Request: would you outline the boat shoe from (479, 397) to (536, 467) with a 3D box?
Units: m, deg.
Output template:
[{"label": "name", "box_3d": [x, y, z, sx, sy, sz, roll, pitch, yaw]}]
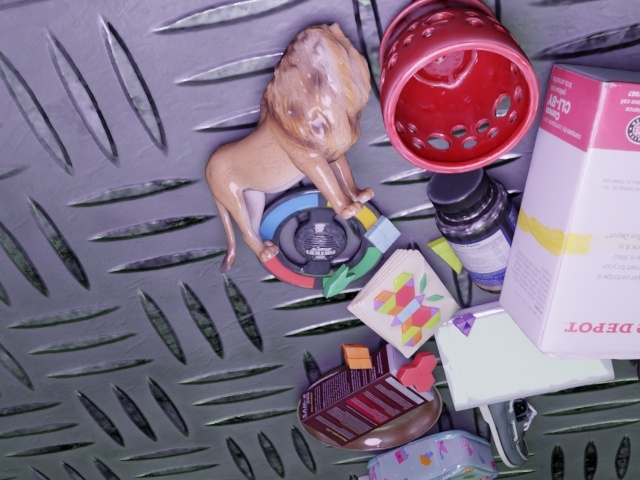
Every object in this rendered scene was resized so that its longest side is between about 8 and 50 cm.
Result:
[{"label": "boat shoe", "box_3d": [0.415, 0.384, 1.480, 0.099, 0.116, 0.319, -17, 125, 18]}]

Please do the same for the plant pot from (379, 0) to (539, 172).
[{"label": "plant pot", "box_3d": [0.169, -0.210, 0.892, 0.191, 0.174, 0.191, -1, 131, -1]}]

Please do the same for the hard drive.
[{"label": "hard drive", "box_3d": [0.387, 0.206, 1.321, 0.307, 0.040, 0.203, -14, 107, 11]}]

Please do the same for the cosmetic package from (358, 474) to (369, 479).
[{"label": "cosmetic package", "box_3d": [0.143, 0.642, 1.752, 0.060, 0.041, 0.115, -17, 130, 13]}]

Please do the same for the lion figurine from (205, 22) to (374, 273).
[{"label": "lion figurine", "box_3d": [-0.069, -0.115, 0.990, 0.392, 0.142, 0.240, -29, 98, 30]}]

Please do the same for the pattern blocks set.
[{"label": "pattern blocks set", "box_3d": [0.150, 0.114, 1.193, 0.324, 0.026, 0.285, 32, 95, -32]}]

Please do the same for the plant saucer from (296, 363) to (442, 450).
[{"label": "plant saucer", "box_3d": [0.104, 0.351, 1.482, 0.310, 0.050, 0.311, -1, 133, -1]}]

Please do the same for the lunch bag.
[{"label": "lunch bag", "box_3d": [0.258, 0.537, 1.602, 0.279, 0.108, 0.224, -30, 144, 27]}]

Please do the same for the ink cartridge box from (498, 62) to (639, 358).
[{"label": "ink cartridge box", "box_3d": [0.443, -0.037, 0.982, 0.279, 0.160, 0.385, 3, 112, -11]}]

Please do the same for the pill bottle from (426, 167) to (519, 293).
[{"label": "pill bottle", "box_3d": [0.259, -0.023, 1.100, 0.122, 0.123, 0.219, -25, 128, 19]}]

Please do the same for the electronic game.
[{"label": "electronic game", "box_3d": [0.000, 0.000, 1.161, 0.229, 0.048, 0.229, -1, 132, -2]}]

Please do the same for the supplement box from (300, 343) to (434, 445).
[{"label": "supplement box", "box_3d": [0.089, 0.310, 1.364, 0.239, 0.073, 0.130, -34, 125, 24]}]

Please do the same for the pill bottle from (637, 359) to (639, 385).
[{"label": "pill bottle", "box_3d": [0.697, 0.225, 1.304, 0.176, 0.176, 0.319, -14, 131, 11]}]
